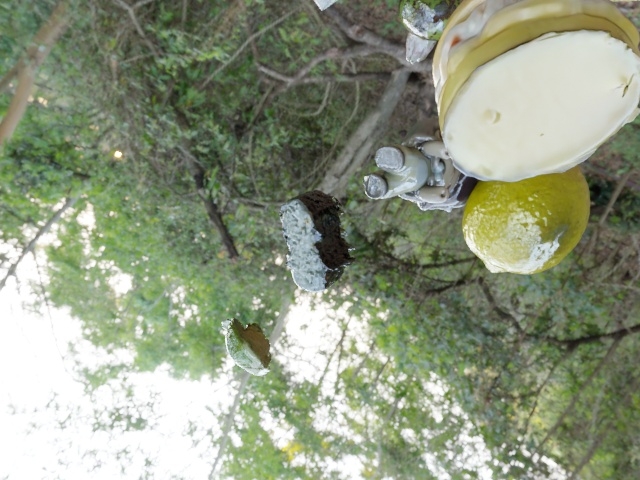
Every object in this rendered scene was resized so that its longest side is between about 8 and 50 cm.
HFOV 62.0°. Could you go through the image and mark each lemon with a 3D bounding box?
[{"bbox_3d":[0.452,-0.065,1.174,0.253,0.310,0.253,27,-161,-10],"label":"lemon"}]

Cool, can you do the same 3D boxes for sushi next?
[{"bbox_3d":[0.000,0.000,1.144,0.115,0.213,0.147,-19,-167,-38],"label":"sushi"}]

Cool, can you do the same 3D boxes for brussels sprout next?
[{"bbox_3d":[-0.194,0.277,1.392,0.139,0.100,0.181,51,-169,-54],"label":"brussels sprout"}]

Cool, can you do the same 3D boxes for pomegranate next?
[{"bbox_3d":[0.220,-0.439,1.055,0.163,0.125,0.138,72,177,-45],"label":"pomegranate"}]

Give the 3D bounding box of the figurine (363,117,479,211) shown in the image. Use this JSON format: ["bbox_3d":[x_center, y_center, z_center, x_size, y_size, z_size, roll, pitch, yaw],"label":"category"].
[{"bbox_3d":[0.242,-0.168,1.224,0.203,0.249,0.380,19,-158,35],"label":"figurine"}]

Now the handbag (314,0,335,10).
[{"bbox_3d":[-0.015,-0.500,0.931,0.173,0.117,0.095,43,143,-4],"label":"handbag"}]

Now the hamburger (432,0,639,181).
[{"bbox_3d":[0.285,-0.246,0.746,0.276,0.276,0.237,25,-131,-29],"label":"hamburger"}]
